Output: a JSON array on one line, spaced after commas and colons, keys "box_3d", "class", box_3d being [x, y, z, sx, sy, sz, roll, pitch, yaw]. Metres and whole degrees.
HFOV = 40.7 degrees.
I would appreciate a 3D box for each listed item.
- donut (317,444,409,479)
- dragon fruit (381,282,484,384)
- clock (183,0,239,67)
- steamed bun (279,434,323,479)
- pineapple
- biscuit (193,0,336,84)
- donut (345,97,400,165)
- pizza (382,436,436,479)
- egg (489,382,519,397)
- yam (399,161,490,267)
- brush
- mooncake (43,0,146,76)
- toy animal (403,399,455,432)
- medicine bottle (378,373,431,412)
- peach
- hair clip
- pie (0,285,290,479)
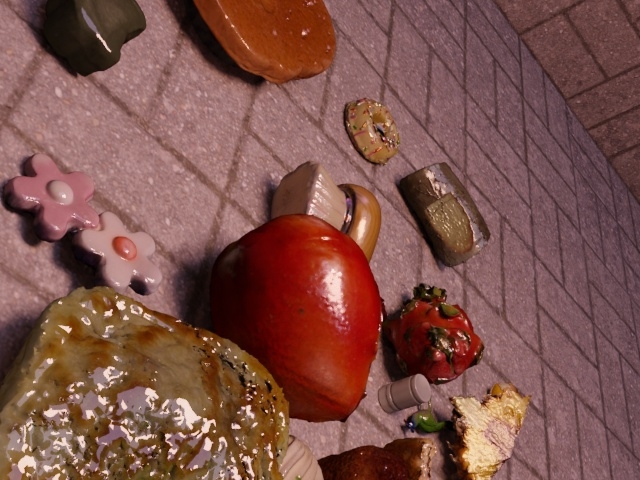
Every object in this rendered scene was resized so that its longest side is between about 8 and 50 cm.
[{"box_3d": [0.058, 0.406, 1.465, 0.186, 0.126, 0.144, 35, 35, -38], "class": "donut"}, {"box_3d": [0.230, 0.178, 1.796, 0.200, 0.198, 0.269, 94, -6, -56], "class": "dragon fruit"}, {"box_3d": [-0.189, -0.459, 1.766, 0.215, 0.042, 0.215, 34, 43, -39], "class": "clock"}, {"box_3d": [-0.059, 0.377, 1.322, 0.183, 0.106, 0.183, 32, 45, -39], "class": "steamed bun"}, {"box_3d": [0.318, 0.413, 1.844, 0.164, 0.140, 0.250, 29, 62, -1], "class": "pineapple"}, {"box_3d": [-0.117, -0.482, 1.778, 0.455, 0.078, 0.350, -1, 66, -57], "class": "biscuit"}, {"box_3d": [0.130, -0.267, 2.077, 0.174, 0.068, 0.175, 36, 42, -40], "class": "donut"}, {"box_3d": [0.151, 0.449, 1.537, 0.069, 0.147, 0.226, 34, 41, -22], "class": "pizza"}, {"box_3d": [0.445, 0.386, 2.089, 0.071, 0.071, 0.083, 14, 70, -52], "class": "egg"}, {"box_3d": [0.310, -0.073, 2.143, 0.254, 0.154, 0.154, 59, 32, -3], "class": "yam"}, {"box_3d": [0.000, 0.000, 1.631, 0.166, 0.174, 0.267, 21, 67, -32], "class": "brush"}, {"box_3d": [-0.358, -0.344, 1.383, 0.175, 0.104, 0.168, -13, 77, -60], "class": "mooncake"}, {"box_3d": [0.235, 0.368, 1.822, 0.217, 0.041, 0.075, 17, 56, -55], "class": "toy animal"}, {"box_3d": [0.167, 0.304, 1.714, 0.058, 0.091, 0.058, 34, 43, -40], "class": "medicine bottle"}, {"box_3d": [-0.028, 0.128, 1.386, 0.281, 0.281, 0.338, -22, 83, -58], "class": "peach"}, {"box_3d": [-0.333, -0.015, 1.230, 0.257, 0.075, 0.146, 51, 39, -14], "class": "hair clip"}, {"box_3d": [-0.232, 0.248, 1.094, 0.418, 0.180, 0.395, 28, 48, -34], "class": "pie"}]
